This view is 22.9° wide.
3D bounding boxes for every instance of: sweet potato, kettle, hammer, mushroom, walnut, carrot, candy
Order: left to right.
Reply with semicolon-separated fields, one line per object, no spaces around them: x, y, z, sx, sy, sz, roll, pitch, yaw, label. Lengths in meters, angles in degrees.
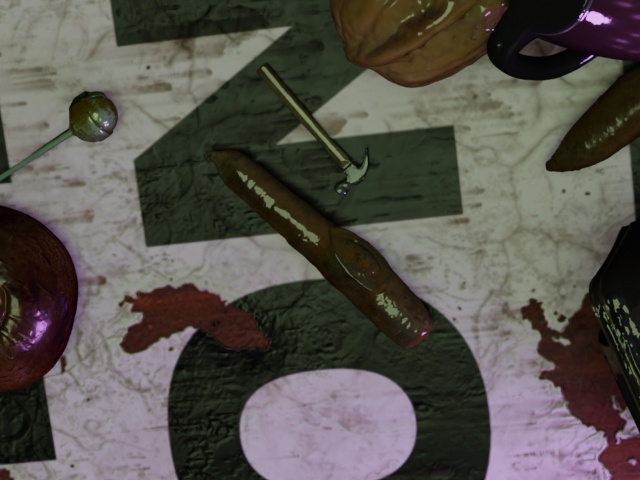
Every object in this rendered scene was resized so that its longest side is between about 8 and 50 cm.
-0.392;0.068;1.890;0.194;0.138;0.231;-30;98;9;mushroom
-0.329;-0.113;1.900;0.202;0.061;0.061;-30;98;18;candy
-0.009;-0.139;1.880;0.062;0.017;0.182;-40;95;11;hammer
0.000;0.000;1.884;0.342;0.070;0.070;42;102;-3;carrot
0.121;-0.280;1.755;0.245;0.198;0.198;-40;96;11;walnut
0.288;-0.255;1.713;0.202;0.232;0.144;-44;64;34;kettle
0.420;-0.164;1.813;0.346;0.079;0.108;-12;129;6;sweet potato

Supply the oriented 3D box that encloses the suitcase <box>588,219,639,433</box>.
0.457;0.161;1.776;0.194;0.283;0.434;-20;101;27;suitcase
